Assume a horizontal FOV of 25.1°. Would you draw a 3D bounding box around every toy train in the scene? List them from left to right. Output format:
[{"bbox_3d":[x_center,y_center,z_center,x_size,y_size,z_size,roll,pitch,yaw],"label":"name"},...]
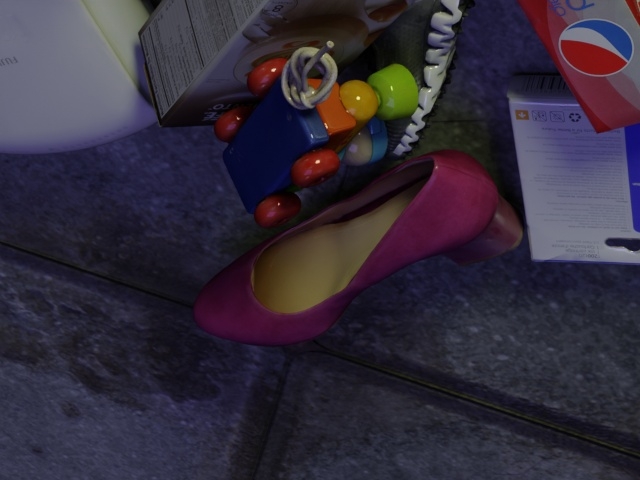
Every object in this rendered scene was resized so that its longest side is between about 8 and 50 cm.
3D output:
[{"bbox_3d":[0.021,-0.110,1.172,0.105,0.143,0.248,64,150,11],"label":"toy train"}]

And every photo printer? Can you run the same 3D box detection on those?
[{"bbox_3d":[-0.287,-0.208,1.331,0.256,0.107,0.307,-7,133,27],"label":"photo printer"}]

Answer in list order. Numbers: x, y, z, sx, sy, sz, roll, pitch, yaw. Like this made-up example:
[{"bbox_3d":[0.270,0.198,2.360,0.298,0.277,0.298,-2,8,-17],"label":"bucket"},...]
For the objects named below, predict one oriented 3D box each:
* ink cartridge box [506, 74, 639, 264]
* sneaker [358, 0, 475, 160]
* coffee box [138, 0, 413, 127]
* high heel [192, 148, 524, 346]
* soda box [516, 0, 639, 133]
[{"bbox_3d":[0.284,-0.061,1.319,0.206,0.045,0.208,3,136,18],"label":"ink cartridge box"},{"bbox_3d":[0.068,-0.170,1.264,0.106,0.078,0.234,23,139,6],"label":"sneaker"},{"bbox_3d":[-0.036,-0.192,1.190,0.141,0.098,0.246,-5,160,-32],"label":"coffee box"},{"bbox_3d":[0.000,0.000,1.409,0.377,0.127,0.181,-23,151,23],"label":"high heel"},{"bbox_3d":[0.207,-0.212,1.145,0.083,0.092,0.263,-14,130,34],"label":"soda box"}]
